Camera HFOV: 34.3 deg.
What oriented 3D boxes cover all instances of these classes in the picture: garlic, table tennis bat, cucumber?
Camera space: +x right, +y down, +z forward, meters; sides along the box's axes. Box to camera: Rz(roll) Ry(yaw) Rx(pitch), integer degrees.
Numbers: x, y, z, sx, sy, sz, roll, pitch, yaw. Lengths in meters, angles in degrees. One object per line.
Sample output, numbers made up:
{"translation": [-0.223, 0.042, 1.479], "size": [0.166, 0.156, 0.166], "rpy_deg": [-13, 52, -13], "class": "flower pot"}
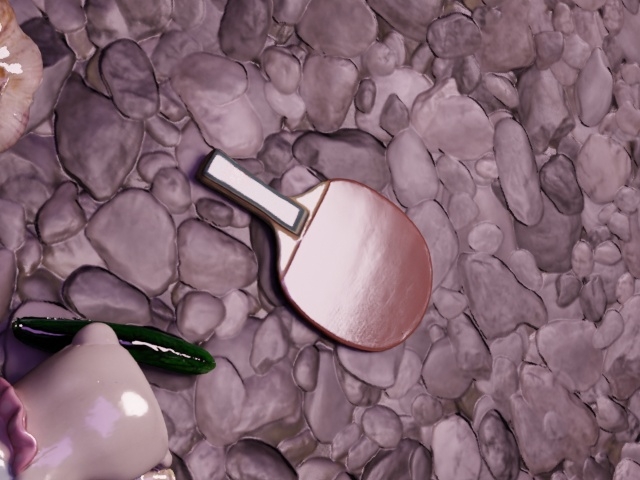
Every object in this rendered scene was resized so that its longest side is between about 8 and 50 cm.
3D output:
{"translation": [-0.293, -0.123, 0.800], "size": [0.147, 0.102, 0.159], "rpy_deg": [40, 76, -33], "class": "garlic"}
{"translation": [0.000, 0.000, 0.988], "size": [0.274, 0.021, 0.154], "rpy_deg": [34, 67, -22], "class": "table tennis bat"}
{"translation": [-0.170, 0.086, 0.872], "size": [0.184, 0.033, 0.036], "rpy_deg": [14, 50, -27], "class": "cucumber"}

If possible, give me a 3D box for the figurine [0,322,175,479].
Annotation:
{"translation": [-0.238, 0.174, 0.772], "size": [0.235, 0.127, 0.155], "rpy_deg": [-23, 108, -27], "class": "figurine"}
